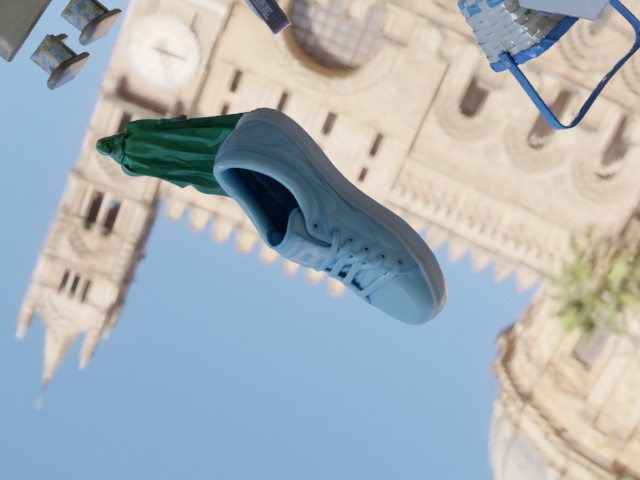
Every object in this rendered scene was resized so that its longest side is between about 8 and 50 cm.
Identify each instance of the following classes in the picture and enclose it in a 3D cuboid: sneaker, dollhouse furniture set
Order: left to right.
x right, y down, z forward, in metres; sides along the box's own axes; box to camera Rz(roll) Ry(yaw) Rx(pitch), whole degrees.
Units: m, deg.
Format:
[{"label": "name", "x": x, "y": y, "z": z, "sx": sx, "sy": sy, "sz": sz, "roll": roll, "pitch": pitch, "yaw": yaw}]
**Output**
[{"label": "dollhouse furniture set", "x": -0.358, "y": -0.329, "z": 1.646, "sx": 0.212, "sy": 0.242, "sz": 0.161, "roll": 39, "pitch": -158, "yaw": -2}, {"label": "sneaker", "x": 0.000, "y": 0.000, "z": 1.726, "sx": 0.366, "sy": 0.135, "sz": 0.150, "roll": 42, "pitch": -136, "yaw": -3}]

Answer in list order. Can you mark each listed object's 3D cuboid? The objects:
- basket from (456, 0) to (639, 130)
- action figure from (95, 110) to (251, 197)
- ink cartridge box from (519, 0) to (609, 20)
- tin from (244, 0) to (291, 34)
[{"label": "basket", "x": 0.392, "y": -0.362, "z": 2.262, "sx": 0.289, "sy": 0.254, "sz": 0.201, "roll": 46, "pitch": 159, "yaw": -18}, {"label": "action figure", "x": -0.186, "y": -0.121, "z": 1.781, "sx": 0.232, "sy": 0.137, "sz": 0.063, "roll": 2, "pitch": -162, "yaw": -29}, {"label": "ink cartridge box", "x": 0.306, "y": -0.389, "z": 1.762, "sx": 0.115, "sy": 0.067, "sz": 0.198, "roll": 7, "pitch": -127, "yaw": -21}, {"label": "tin", "x": -0.109, "y": -0.389, "z": 2.059, "sx": 0.106, "sy": 0.040, "sz": 0.189, "roll": 57, "pitch": -175, "yaw": 37}]
